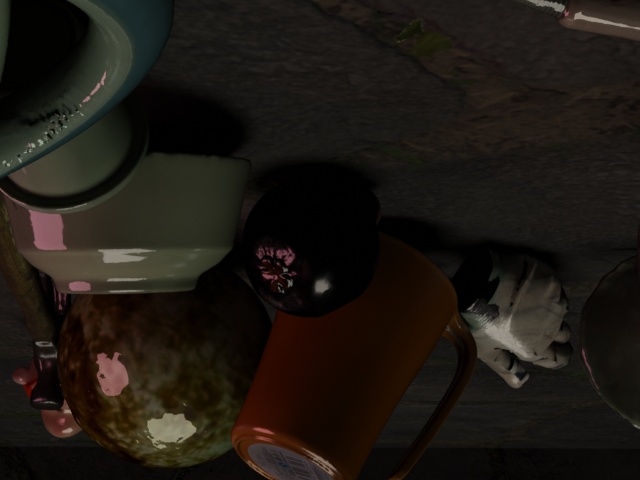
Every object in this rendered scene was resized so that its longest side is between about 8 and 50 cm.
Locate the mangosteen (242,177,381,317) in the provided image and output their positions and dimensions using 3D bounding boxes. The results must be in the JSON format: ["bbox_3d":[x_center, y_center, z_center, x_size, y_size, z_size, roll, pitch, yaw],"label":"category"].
[{"bbox_3d":[0.000,0.000,1.081,0.137,0.137,0.151,-14,-169,41],"label":"mangosteen"}]

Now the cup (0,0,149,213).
[{"bbox_3d":[-0.188,-0.094,0.795,0.120,0.120,0.141,-1,152,8],"label":"cup"}]

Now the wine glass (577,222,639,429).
[{"bbox_3d":[0.373,0.062,1.047,0.267,0.267,0.406,1,168,2],"label":"wine glass"}]

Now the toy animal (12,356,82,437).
[{"bbox_3d":[-0.333,0.201,1.697,0.171,0.171,0.197,-8,164,28],"label":"toy animal"}]

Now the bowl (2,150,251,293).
[{"bbox_3d":[-0.160,-0.013,0.960,0.211,0.112,0.211,-1,-179,0],"label":"bowl"}]

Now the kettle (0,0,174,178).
[{"bbox_3d":[-0.246,-0.104,0.580,0.319,0.247,0.342,4,155,-37],"label":"kettle"}]

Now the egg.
[{"bbox_3d":[-0.176,0.126,1.293,0.238,0.238,0.289,12,-178,-31],"label":"egg"}]

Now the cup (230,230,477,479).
[{"bbox_3d":[0.039,0.131,1.196,0.226,0.264,0.182,31,151,-8],"label":"cup"}]

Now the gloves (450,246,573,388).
[{"bbox_3d":[0.231,0.090,1.308,0.212,0.127,0.111,29,159,-31],"label":"gloves"}]

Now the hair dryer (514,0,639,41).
[{"bbox_3d":[0.217,-0.126,0.737,0.220,0.053,0.195,2,163,2],"label":"hair dryer"}]

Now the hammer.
[{"bbox_3d":[-0.303,0.032,1.189,0.044,0.168,0.440,-1,155,-5],"label":"hammer"}]
